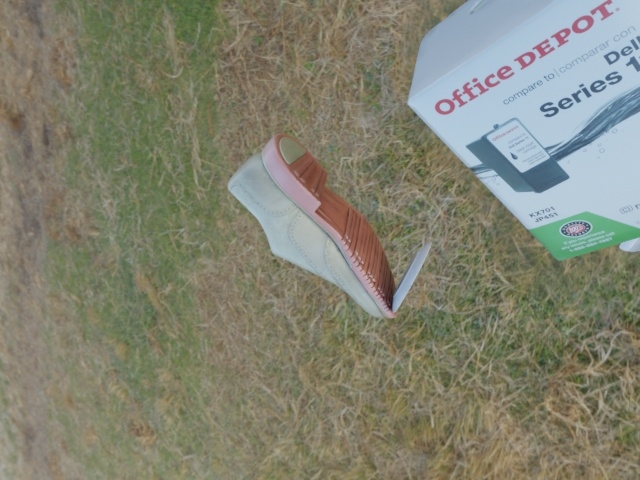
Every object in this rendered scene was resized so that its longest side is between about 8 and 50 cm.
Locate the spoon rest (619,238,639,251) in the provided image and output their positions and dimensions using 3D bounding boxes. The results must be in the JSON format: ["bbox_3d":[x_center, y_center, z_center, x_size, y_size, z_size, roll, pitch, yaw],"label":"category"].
[{"bbox_3d":[0.486,0.037,0.531,0.276,0.137,0.084,41,125,47],"label":"spoon rest"}]

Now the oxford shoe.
[{"bbox_3d":[0.000,0.000,0.873,0.146,0.140,0.397,-29,109,26],"label":"oxford shoe"}]

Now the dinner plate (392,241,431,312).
[{"bbox_3d":[0.156,0.062,0.851,0.017,0.141,0.141,28,122,7],"label":"dinner plate"}]

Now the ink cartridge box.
[{"bbox_3d":[0.187,-0.093,0.350,0.208,0.087,0.153,38,141,-23],"label":"ink cartridge box"}]
